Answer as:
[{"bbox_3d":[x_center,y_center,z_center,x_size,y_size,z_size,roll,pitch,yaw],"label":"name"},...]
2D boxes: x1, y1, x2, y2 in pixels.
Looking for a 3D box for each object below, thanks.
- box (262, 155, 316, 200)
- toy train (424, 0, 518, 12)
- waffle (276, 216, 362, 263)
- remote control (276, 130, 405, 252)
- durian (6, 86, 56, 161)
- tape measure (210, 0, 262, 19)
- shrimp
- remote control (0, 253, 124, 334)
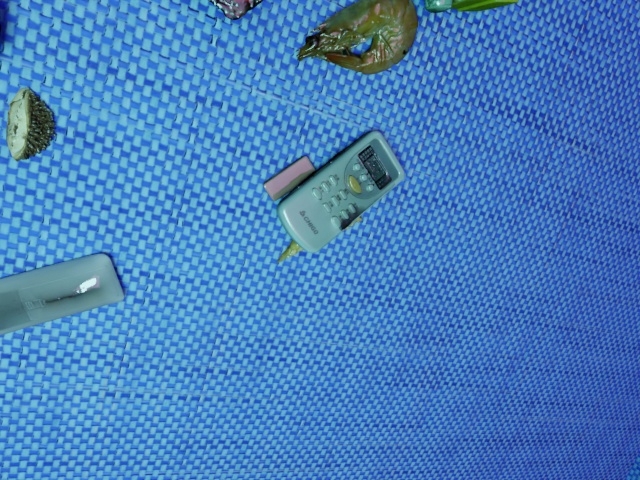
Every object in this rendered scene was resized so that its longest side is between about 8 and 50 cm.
[{"bbox_3d":[-0.067,-0.134,0.912,0.115,0.025,0.048,-36,111,-5],"label":"box"},{"bbox_3d":[0.267,-0.635,0.800,0.238,0.150,0.368,-14,112,-24],"label":"toy train"},{"bbox_3d":[0.000,0.000,0.983,0.125,0.032,0.190,28,99,-28],"label":"waffle"},{"bbox_3d":[0.045,-0.106,0.917,0.296,0.056,0.140,-40,107,-14],"label":"remote control"},{"bbox_3d":[-0.501,-0.196,0.738,0.066,0.052,0.130,19,100,15],"label":"durian"},{"bbox_3d":[-0.125,-0.480,0.676,0.135,0.202,0.222,11,118,-24],"label":"tape measure"},{"bbox_3d":[0.076,-0.403,0.855,0.267,0.061,0.145,-23,123,-13],"label":"shrimp"},{"bbox_3d":[-0.551,0.117,0.809,0.313,0.055,0.109,-16,112,-13],"label":"remote control"}]
